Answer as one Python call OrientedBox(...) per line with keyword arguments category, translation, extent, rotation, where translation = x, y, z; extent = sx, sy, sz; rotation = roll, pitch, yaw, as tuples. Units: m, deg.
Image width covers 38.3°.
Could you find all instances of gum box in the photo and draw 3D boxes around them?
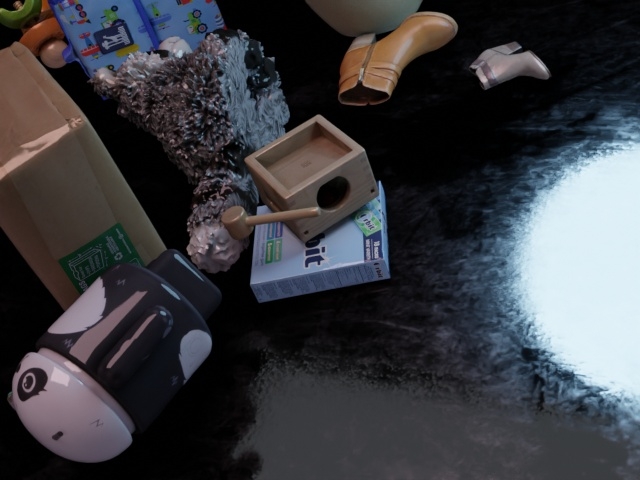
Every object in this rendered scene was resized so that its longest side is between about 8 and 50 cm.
OrientedBox(category="gum box", translation=(0.000, 0.000, 1.268), extent=(0.184, 0.041, 0.157), rotation=(-11, 43, 12))

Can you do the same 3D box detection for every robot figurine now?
OrientedBox(category="robot figurine", translation=(-0.249, 0.138, 1.135), extent=(0.174, 0.209, 0.278), rotation=(26, 60, 25))

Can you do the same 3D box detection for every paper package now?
OrientedBox(category="paper package", translation=(-0.368, -0.064, 1.279), extent=(0.168, 0.324, 0.309), rotation=(-34, 43, -12))

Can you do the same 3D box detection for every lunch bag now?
OrientedBox(category="lunch bag", translation=(-0.348, -0.413, 1.699), extent=(0.293, 0.221, 0.138), rotation=(-31, 43, -9))

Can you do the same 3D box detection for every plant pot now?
OrientedBox(category="plant pot", translation=(0.078, -0.460, 1.569), extent=(0.284, 0.190, 0.284), rotation=(-11, 27, 6))

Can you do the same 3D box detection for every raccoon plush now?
OrientedBox(category="raccoon plush", translation=(-0.244, -0.153, 1.423), extent=(0.299, 0.216, 0.446), rotation=(-9, 44, 26))

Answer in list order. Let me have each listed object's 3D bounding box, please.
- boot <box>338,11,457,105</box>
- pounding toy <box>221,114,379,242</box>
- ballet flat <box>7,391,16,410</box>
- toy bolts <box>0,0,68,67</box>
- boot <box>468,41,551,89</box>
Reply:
OrientedBox(category="boot", translation=(0.123, -0.286, 1.487), extent=(0.197, 0.073, 0.152), rotation=(-13, 41, 28))
OrientedBox(category="pounding toy", translation=(-0.030, -0.049, 1.228), extent=(0.206, 0.094, 0.181), rotation=(-33, 41, -12))
OrientedBox(category="ballet flat", translation=(-0.361, 0.195, 1.234), extent=(0.114, 0.041, 0.041), rotation=(-32, 43, -10))
OrientedBox(category="toy bolts", translation=(-0.522, -0.459, 1.925), extent=(0.228, 0.158, 0.218), rotation=(-38, 3, -2))
OrientedBox(category="boot", translation=(0.287, -0.260, 1.416), extent=(0.087, 0.042, 0.118), rotation=(-32, 42, -1))
